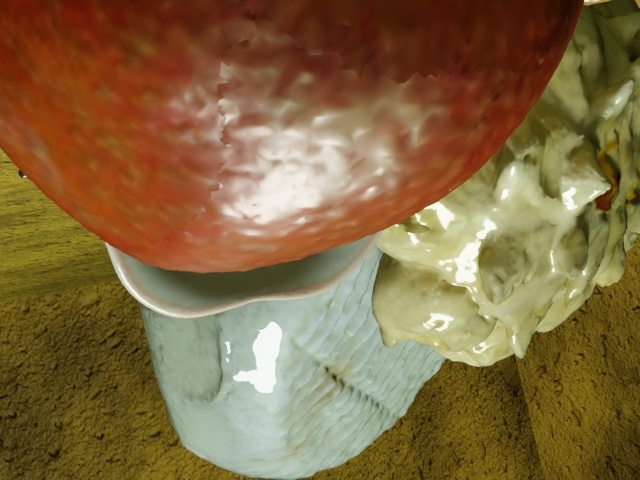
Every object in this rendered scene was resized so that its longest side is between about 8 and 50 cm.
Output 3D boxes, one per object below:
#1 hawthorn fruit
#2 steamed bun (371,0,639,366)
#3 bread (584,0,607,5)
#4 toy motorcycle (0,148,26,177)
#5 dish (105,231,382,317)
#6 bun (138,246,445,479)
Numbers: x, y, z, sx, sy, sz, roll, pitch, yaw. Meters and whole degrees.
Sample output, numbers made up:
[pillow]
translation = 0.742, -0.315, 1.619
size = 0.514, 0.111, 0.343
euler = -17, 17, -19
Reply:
[hawthorn fruit]
translation = -0.031, -0.075, 0.470
size = 0.196, 0.196, 0.225
euler = -9, 154, -43
[steamed bun]
translation = 0.148, -0.046, 0.997
size = 0.137, 0.295, 0.292
euler = 16, -126, 30
[bread]
translation = 0.157, -0.170, 0.492
size = 0.139, 0.143, 0.229
euler = -23, -175, -30
[toy motorcycle]
translation = -0.147, -0.088, 0.923
size = 0.229, 0.094, 0.130
euler = 0, 169, -7
[dish]
translation = -0.050, -0.074, 0.843
size = 0.229, 0.229, 0.081
euler = -11, -157, -29
[bun]
translation = -0.003, 0.000, 1.130
size = 0.194, 0.354, 0.354
euler = 30, -162, 26
